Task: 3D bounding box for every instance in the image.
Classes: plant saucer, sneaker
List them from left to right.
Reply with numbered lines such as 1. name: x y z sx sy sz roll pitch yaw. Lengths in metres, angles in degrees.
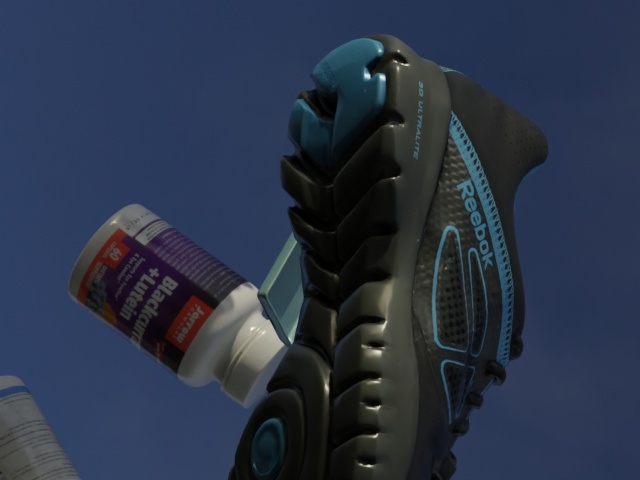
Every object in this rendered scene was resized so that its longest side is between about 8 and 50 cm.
1. plant saucer: 0.000 0.000 1.403 0.018 0.192 0.067 1 -45 31
2. sneaker: 0.047 0.069 0.878 0.125 0.139 0.341 -5 -109 55

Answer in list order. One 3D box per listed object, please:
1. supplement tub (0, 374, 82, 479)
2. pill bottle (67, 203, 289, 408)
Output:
1. supplement tub: -0.206 0.151 1.143 0.107 0.071 0.071 56 -44 17
2. pill bottle: -0.120 0.062 1.523 0.193 0.108 0.108 35 -53 12
